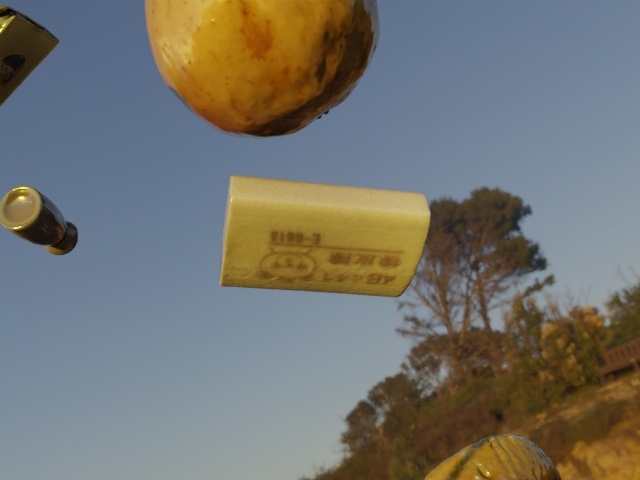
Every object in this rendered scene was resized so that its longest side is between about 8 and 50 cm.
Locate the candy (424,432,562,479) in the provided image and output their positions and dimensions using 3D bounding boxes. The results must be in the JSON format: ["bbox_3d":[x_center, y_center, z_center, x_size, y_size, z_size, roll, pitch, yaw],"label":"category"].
[{"bbox_3d":[0.267,0.424,1.151,0.259,0.118,0.260,-13,-49,-15],"label":"candy"}]

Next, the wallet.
[{"bbox_3d":[-0.418,-0.222,0.908,0.155,0.039,0.110,-45,-11,5],"label":"wallet"}]

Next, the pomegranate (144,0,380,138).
[{"bbox_3d":[-0.104,-0.371,1.125,0.409,0.410,0.410,-15,-23,-6],"label":"pomegranate"}]

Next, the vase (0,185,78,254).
[{"bbox_3d":[-0.314,-0.019,0.809,0.053,0.053,0.101,-18,-21,2],"label":"vase"}]

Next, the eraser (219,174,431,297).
[{"bbox_3d":[0.000,0.000,0.997,0.270,0.095,0.174,4,-44,-12],"label":"eraser"}]
